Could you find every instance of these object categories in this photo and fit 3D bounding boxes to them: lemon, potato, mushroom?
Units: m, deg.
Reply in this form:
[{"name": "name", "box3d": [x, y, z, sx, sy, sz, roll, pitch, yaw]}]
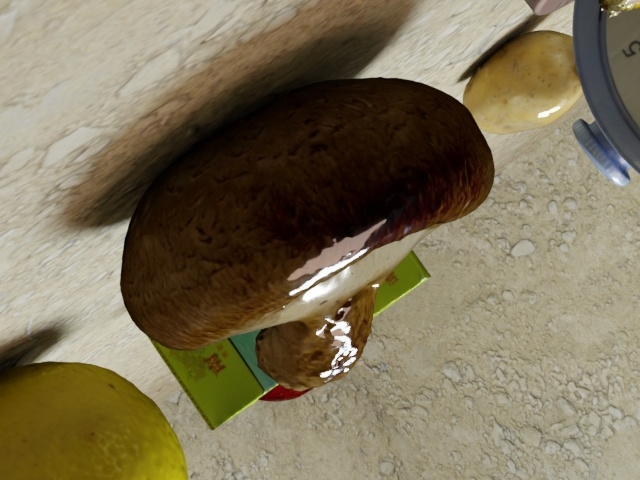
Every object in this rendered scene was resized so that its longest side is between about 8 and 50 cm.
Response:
[{"name": "lemon", "box3d": [-0.306, 0.292, 1.433, 0.336, 0.336, 0.336, -34, 174, -4]}, {"name": "potato", "box3d": [0.247, -0.190, 1.577, 0.109, 0.118, 0.178, 14, 160, -33]}, {"name": "mushroom", "box3d": [-0.014, -0.021, 1.110, 0.345, 0.239, 0.345, -54, -177, 3]}]

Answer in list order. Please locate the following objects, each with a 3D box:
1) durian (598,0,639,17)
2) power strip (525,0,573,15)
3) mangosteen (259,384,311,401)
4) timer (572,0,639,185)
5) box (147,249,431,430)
[{"name": "durian", "box3d": [0.323, -0.271, 1.094, 0.078, 0.140, 0.224, 20, 155, -32]}, {"name": "power strip", "box3d": [0.214, -0.253, 1.027, 0.154, 0.078, 0.154, -33, 173, -4]}, {"name": "mangosteen", "box3d": [-0.070, 0.125, 2.040, 0.215, 0.215, 0.257, -21, 135, -66]}, {"name": "timer", "box3d": [0.413, -0.187, 1.237, 0.395, 0.395, 0.173, -36, 174, 18]}, {"name": "box", "box3d": [-0.052, 0.066, 1.598, 0.335, 0.187, 0.047, -36, 175, 12]}]
